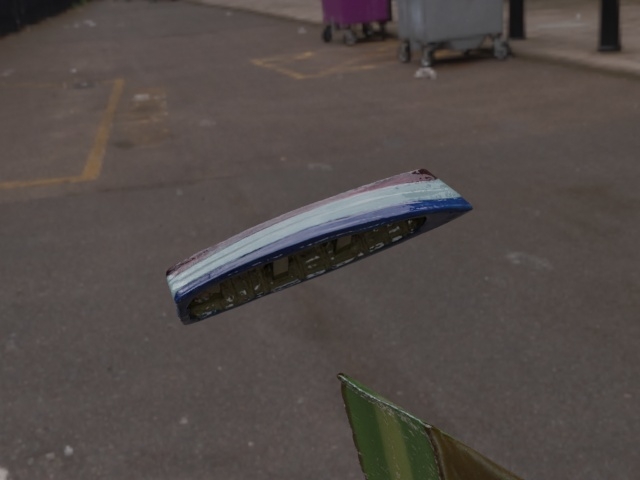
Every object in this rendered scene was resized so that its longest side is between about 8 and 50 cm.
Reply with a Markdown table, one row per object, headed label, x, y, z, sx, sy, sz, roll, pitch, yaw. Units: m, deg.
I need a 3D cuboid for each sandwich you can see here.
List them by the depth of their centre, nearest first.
| label | x | y | z | sx | sy | sz | roll | pitch | yaw |
| --- | --- | --- | --- | --- | --- | --- | --- | --- | --- |
| sandwich | 0.065 | 0.101 | 0.443 | 0.074 | 0.117 | 0.074 | -33 | 36 | -28 |

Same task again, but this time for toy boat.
| label | x | y | z | sx | sy | sz | roll | pitch | yaw |
| --- | --- | --- | --- | --- | --- | --- | --- | --- | --- |
| toy boat | 0.000 | 0.000 | 0.636 | 0.228 | 0.046 | 0.080 | -22 | -22 | -11 |
